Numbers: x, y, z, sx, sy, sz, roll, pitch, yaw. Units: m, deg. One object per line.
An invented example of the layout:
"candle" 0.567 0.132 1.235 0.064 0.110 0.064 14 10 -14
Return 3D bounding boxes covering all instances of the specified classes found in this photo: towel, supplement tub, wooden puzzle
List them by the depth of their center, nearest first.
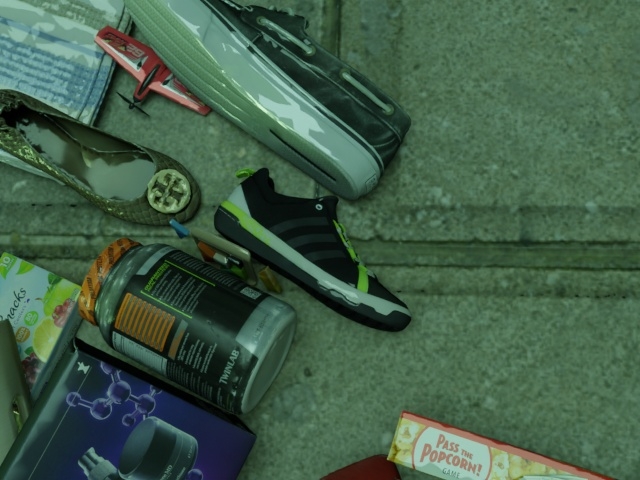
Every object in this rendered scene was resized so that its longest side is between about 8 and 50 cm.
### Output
"supplement tub" -0.129 0.077 0.773 0.190 0.117 0.117 26 81 12
"wooden puzzle" -0.097 0.019 0.805 0.116 0.078 0.014 22 65 19
"towel" -0.326 -0.222 0.880 0.209 0.034 0.285 18 79 -10

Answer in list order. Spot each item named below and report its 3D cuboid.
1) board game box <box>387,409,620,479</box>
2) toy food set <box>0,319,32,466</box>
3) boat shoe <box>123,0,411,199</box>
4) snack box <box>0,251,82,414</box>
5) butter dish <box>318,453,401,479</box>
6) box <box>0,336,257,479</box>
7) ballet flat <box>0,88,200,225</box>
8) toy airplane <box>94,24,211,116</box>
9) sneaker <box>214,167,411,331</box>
"board game box" 0.158 0.199 0.694 0.193 0.147 0.045 16 79 10
"toy food set" -0.425 0.212 0.746 0.306 0.092 0.219 -12 93 -14
"boat shoe" -0.055 -0.183 0.833 0.335 0.121 0.119 40 71 -2
"snack box" -0.313 0.096 0.830 0.100 0.037 0.141 22 80 12
"butter dish" 0.021 0.287 0.705 0.118 0.160 0.160 -27 74 24
"box" -0.203 0.246 0.713 0.184 0.103 0.261 29 81 -14
"ballet flat" -0.241 -0.088 0.830 0.250 0.058 0.084 28 76 -5
"toy airplane" -0.171 -0.208 0.889 0.151 0.028 0.151 0 87 -6
"sneaker" 0.000 0.000 0.793 0.235 0.084 0.097 32 81 13
